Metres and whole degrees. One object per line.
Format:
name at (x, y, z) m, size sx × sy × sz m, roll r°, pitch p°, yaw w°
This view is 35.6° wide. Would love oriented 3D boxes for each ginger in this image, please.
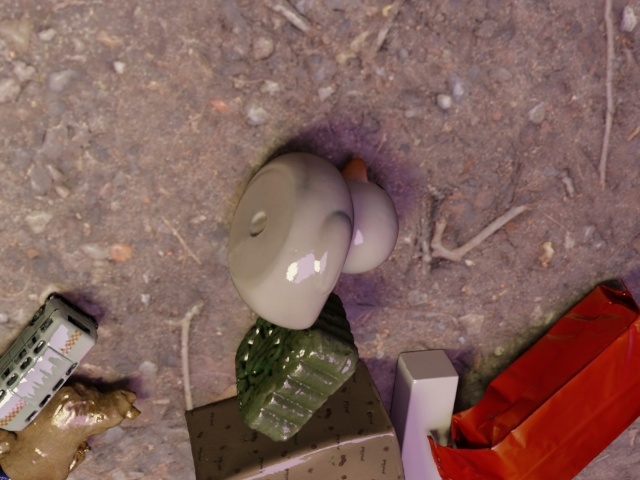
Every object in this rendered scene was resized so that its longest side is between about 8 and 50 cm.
ginger at (-0.372, 0.267, 1.443) m, size 0.213 × 0.074 × 0.137 m, roll -40°, pitch 119°, yaw 15°

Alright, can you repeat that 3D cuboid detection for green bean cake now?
green bean cake at (-0.044, 0.166, 1.407) m, size 0.094 × 0.183 × 0.185 m, roll 28°, pitch 111°, yaw -25°

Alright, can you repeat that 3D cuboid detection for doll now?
doll at (0.000, 0.000, 1.327) m, size 0.221 × 0.221 × 0.251 m, roll 21°, pitch 79°, yaw -24°

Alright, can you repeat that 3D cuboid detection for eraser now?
eraser at (0.157, 0.321, 1.611) m, size 0.078 × 0.076 × 0.298 m, roll -3°, pitch 120°, yaw -14°

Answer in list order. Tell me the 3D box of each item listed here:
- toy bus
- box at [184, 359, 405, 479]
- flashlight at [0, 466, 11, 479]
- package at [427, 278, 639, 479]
toy bus at (-0.388, 0.176, 1.358) m, size 0.087 × 0.089 × 0.194 m, roll 41°, pitch 88°, yaw -26°
box at (-0.035, 0.355, 1.516) m, size 0.297 × 0.190 × 0.225 m, roll -17°, pitch 121°, yaw -7°
flashlight at (-0.496, 0.344, 1.478) m, size 0.121 × 0.035 × 0.057 m, roll 18°, pitch 88°, yaw -28°
package at (0.371, 0.258, 1.562) m, size 0.423 × 0.123 × 0.196 m, roll -39°, pitch 123°, yaw -6°
